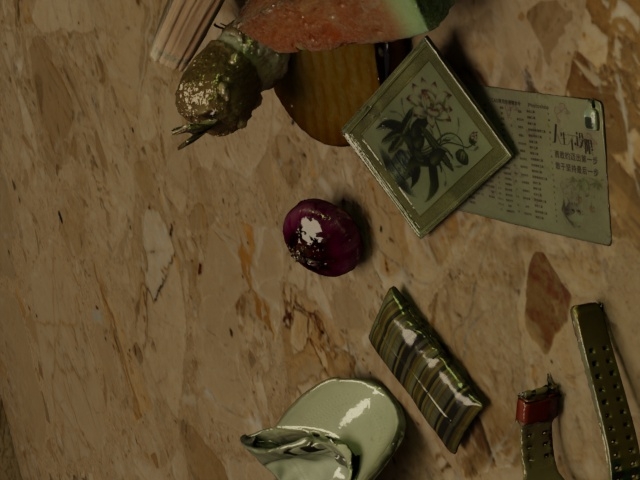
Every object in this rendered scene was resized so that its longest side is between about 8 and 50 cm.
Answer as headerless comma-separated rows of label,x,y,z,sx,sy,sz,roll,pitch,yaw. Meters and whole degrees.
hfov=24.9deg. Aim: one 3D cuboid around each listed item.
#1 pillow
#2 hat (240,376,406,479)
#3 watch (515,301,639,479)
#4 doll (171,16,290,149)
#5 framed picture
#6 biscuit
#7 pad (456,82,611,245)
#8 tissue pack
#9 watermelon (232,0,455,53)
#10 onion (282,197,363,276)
pillow,0.129,0.166,1.847,0.203,0.038,0.113,53,144,28
hat,0.033,0.330,2.017,0.301,0.168,0.257,-50,42,28
watch,0.278,0.209,1.594,0.165,0.102,0.268,-20,80,61
doll,-0.122,-0.191,1.845,0.115,0.221,0.105,11,150,29
framed picture,0.120,-0.116,1.701,0.173,0.010,0.231,54,146,7
biscuit,0.005,-0.272,1.825,0.318,0.040,0.317,32,130,47
pad,0.220,-0.089,1.602,0.265,0.009,0.159,17,120,55
tissue pack,-0.135,-0.360,1.860,0.325,0.071,0.170,-47,21,63
watermelon,0.023,-0.288,1.632,0.257,0.193,0.139,-19,119,34
onion,0.000,0.000,1.910,0.115,0.104,0.115,22,131,28
